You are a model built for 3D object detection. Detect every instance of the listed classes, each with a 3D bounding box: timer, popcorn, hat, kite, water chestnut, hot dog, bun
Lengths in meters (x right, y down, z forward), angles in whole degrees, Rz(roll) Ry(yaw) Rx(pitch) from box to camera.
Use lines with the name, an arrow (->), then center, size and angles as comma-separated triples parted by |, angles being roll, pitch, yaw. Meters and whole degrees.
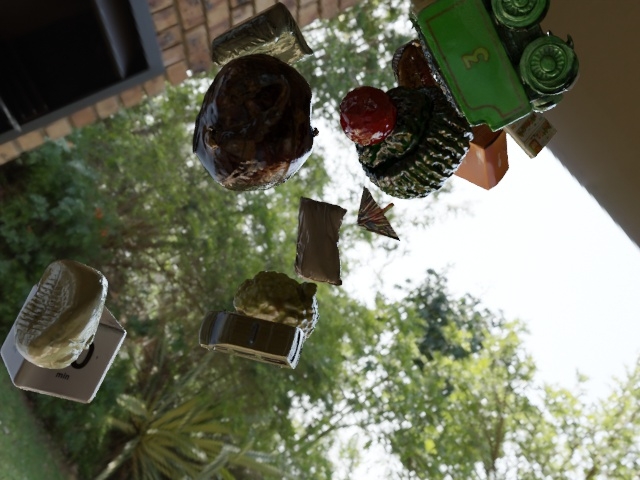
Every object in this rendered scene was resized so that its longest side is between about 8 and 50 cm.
timer -> -0.605, 0.240, 1.638 | 0.192, 0.195, 0.194 | 27, 2, -38
popcorn -> -0.118, 0.189, 1.926 | 0.256, 0.255, 0.195 | 29, 39, -35
hat -> 0.156, -0.247, 1.549 | 0.332, 0.274, 0.242 | 18, 26, -41
kite -> 0.202, -0.082, 2.468 | 0.183, 0.014, 0.241 | -34, -87, 39
water chestnut -> -0.130, -0.284, 1.711 | 0.335, 0.347, 0.335 | -3, -94, 57
hot dog -> 0.247, -0.382, 1.741 | 0.069, 0.131, 0.252 | 23, -31, 46
bun -> -0.515, 0.154, 1.417 | 0.145, 0.229, 0.229 | 45, -1, -41

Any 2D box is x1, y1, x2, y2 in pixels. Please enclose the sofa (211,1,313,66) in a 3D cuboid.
sofa -> -0.164, -0.531, 1.934 | 0.176, 0.210, 0.225 | 61, 22, -21

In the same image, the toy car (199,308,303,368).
toy car -> -0.173, 0.227, 1.657 | 0.257, 0.101, 0.124 | 11, -19, 13

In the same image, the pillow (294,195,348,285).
pillow -> 0.000, 0.000, 2.180 | 0.173, 0.067, 0.270 | 6, -89, 26

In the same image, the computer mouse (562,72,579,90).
computer mouse -> 0.570, -0.456, 1.823 | 0.184, 0.297, 0.121 | 12, -71, 32

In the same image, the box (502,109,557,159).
box -> 0.572, -0.352, 2.003 | 0.220, 0.122, 0.032 | 46, -18, -8

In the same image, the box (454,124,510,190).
box -> 0.504, -0.351, 2.505 | 0.341, 0.143, 0.225 | 33, -22, 36

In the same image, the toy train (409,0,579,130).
toy train -> 0.253, -0.282, 1.017 | 0.243, 0.188, 0.132 | 57, 15, -18
